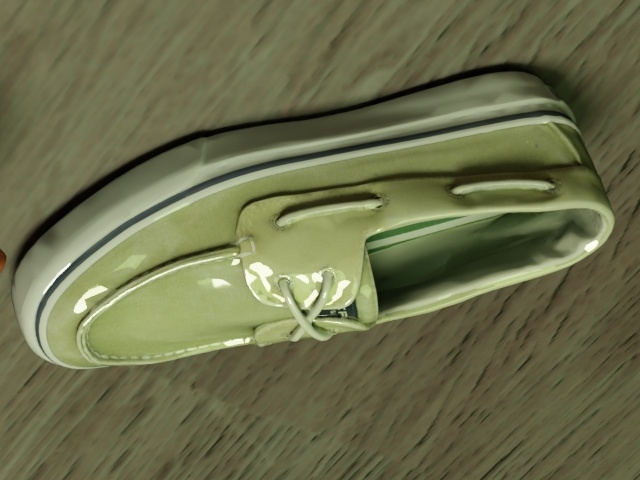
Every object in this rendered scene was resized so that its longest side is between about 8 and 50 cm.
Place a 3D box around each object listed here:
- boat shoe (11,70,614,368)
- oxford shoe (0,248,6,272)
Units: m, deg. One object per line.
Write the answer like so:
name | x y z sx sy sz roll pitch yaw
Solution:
boat shoe | 0.000 0.000 0.980 0.302 0.094 0.109 -21 137 -10
oxford shoe | -0.301 0.075 0.898 0.364 0.130 0.133 -41 105 22
